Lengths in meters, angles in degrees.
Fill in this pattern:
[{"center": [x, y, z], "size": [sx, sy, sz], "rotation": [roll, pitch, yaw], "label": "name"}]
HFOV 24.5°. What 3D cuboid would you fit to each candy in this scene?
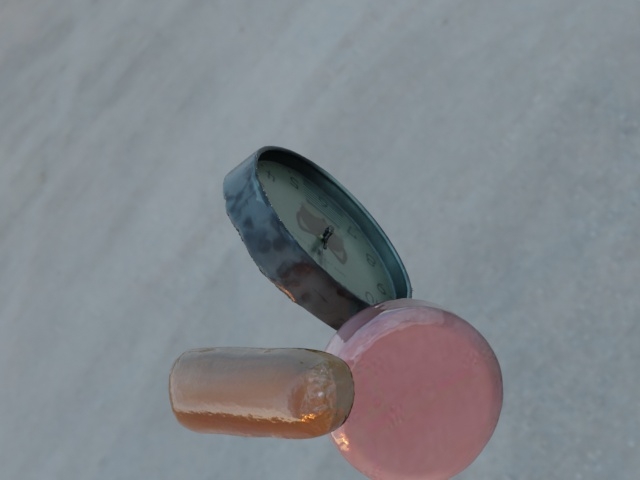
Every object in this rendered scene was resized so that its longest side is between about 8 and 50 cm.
[{"center": [0.118, 0.205, 1.922], "size": [0.255, 0.255, 0.094], "rotation": [-51, 15, -2], "label": "candy"}]

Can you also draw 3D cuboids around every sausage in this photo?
[{"center": [-0.073, 0.174, 1.700], "size": [0.274, 0.105, 0.105], "rotation": [-4, 47, 44], "label": "sausage"}]

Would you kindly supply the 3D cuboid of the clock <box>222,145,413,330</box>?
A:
[{"center": [0.000, 0.000, 2.112], "size": [0.067, 0.325, 0.325], "rotation": [-43, 21, 21], "label": "clock"}]
